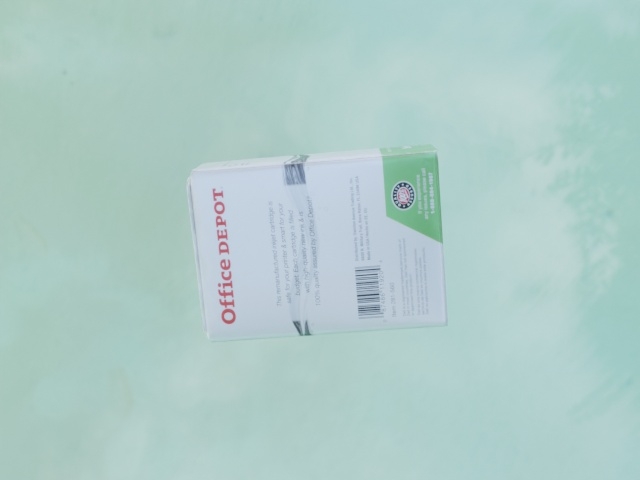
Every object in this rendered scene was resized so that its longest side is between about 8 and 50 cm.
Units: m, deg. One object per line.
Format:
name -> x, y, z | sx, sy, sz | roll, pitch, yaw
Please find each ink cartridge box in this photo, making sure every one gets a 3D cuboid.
ink cartridge box -> 0.000, 0.000, 0.841 | 0.219, 0.160, 0.092 | -4, 11, 3
